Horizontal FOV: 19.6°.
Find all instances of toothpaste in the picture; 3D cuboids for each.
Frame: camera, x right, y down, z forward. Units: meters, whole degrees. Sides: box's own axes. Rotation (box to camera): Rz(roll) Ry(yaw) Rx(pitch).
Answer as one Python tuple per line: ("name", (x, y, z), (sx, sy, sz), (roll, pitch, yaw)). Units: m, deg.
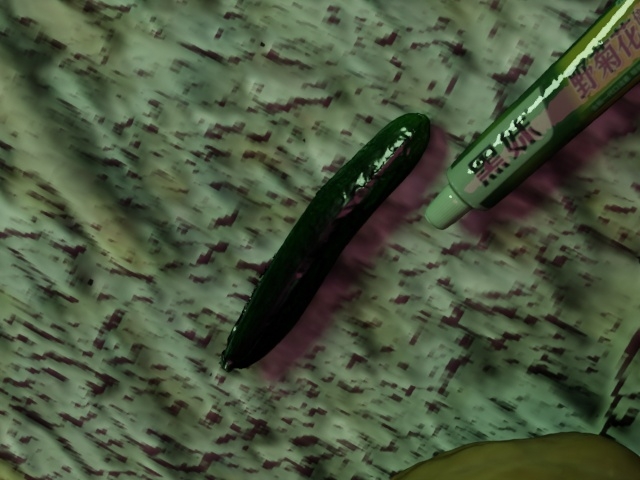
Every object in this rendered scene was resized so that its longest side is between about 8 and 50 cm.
("toothpaste", (0.128, -0.075, 0.945), (0.049, 0.031, 0.204), (46, 111, -3))

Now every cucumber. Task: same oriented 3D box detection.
("cucumber", (0.000, 0.000, 1.006), (0.036, 0.033, 0.184), (48, 116, 24))

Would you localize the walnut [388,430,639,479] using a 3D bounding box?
("walnut", (0.098, 0.269, 0.935), (0.306, 0.306, 0.344), (40, 107, 0))
